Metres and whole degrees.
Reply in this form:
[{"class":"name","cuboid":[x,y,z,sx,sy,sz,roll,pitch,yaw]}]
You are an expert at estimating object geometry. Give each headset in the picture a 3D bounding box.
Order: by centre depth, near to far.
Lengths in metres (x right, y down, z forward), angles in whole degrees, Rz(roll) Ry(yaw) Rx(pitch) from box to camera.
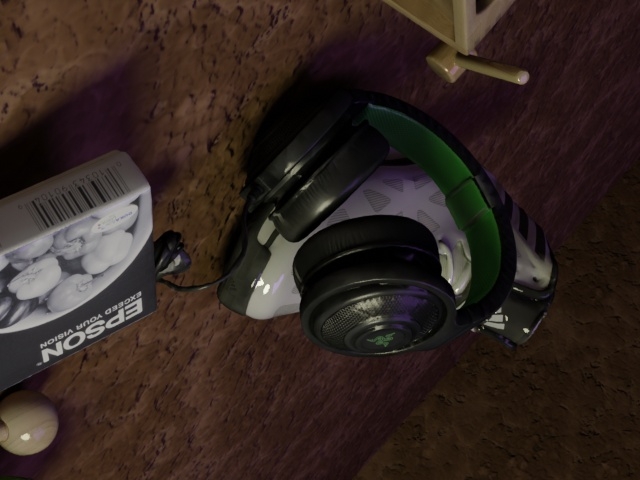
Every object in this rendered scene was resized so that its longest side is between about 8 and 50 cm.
[{"class":"headset","cuboid":[0.000,0.000,1.016,0.394,0.243,0.185,-9,156,-45]}]

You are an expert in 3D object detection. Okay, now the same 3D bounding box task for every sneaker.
[{"class":"sneaker","cuboid":[0.107,0.018,1.219,0.447,0.257,0.169,-28,150,-52]}]

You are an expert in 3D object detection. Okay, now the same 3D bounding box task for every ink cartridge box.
[{"class":"ink cartridge box","cuboid":[-0.206,0.054,0.773,0.206,0.045,0.208,-27,153,-22]}]

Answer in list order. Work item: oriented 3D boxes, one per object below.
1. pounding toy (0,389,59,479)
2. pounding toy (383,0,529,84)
[{"class":"pounding toy","cuboid":[-0.296,0.242,0.955,0.183,0.110,0.237,-18,114,-43]},{"class":"pounding toy","cuboid":[0.115,-0.207,0.924,0.094,0.181,0.206,-50,162,-8]}]
